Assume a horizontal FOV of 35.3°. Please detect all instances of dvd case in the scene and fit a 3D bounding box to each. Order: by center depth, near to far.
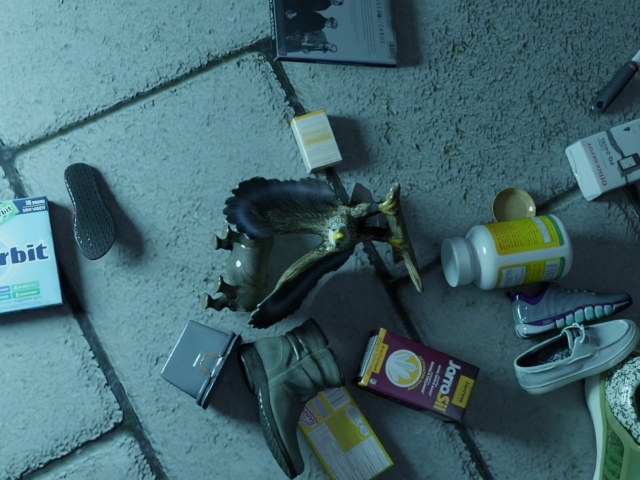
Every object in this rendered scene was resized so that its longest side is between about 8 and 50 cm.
[{"bbox_3d":[0.024,-0.404,1.811,0.239,0.029,0.179,0,81,-24],"label":"dvd case"}]

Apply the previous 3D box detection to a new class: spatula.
[{"bbox_3d":[0.611,-0.353,1.931,0.084,0.030,0.296,42,77,0],"label":"spatula"}]

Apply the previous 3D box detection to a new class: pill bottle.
[{"bbox_3d":[0.325,0.024,1.773,0.209,0.117,0.117,-9,82,-11],"label":"pill bottle"}]

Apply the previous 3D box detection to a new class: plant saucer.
[{"bbox_3d":[0.352,-0.056,1.843,0.084,0.015,0.083,2,81,-10],"label":"plant saucer"}]

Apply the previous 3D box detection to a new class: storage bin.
[{"bbox_3d":[-0.202,0.199,1.668,0.091,0.098,0.135,25,77,5],"label":"storage bin"}]

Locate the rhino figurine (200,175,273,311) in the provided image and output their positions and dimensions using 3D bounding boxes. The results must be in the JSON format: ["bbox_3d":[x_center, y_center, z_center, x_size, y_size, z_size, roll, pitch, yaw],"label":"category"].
[{"bbox_3d":[-0.128,0.007,1.715,0.106,0.073,0.243,16,76,-31],"label":"rhino figurine"}]

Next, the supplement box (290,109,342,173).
[{"bbox_3d":[-0.008,-0.176,1.788,0.062,0.036,0.098,-17,84,-13],"label":"supplement box"}]

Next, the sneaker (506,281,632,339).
[{"bbox_3d":[0.447,0.105,1.802,0.224,0.083,0.098,-14,78,-11],"label":"sneaker"}]

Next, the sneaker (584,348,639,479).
[{"bbox_3d":[0.561,0.377,1.722,0.158,0.182,0.410,-9,83,-12],"label":"sneaker"}]

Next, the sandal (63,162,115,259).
[{"bbox_3d":[-0.391,-0.047,1.703,0.067,0.040,0.179,-12,68,-17],"label":"sandal"}]

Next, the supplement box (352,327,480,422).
[{"bbox_3d":[0.163,0.233,1.728,0.188,0.081,0.104,22,77,-6],"label":"supplement box"}]

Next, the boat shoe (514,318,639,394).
[{"bbox_3d":[0.444,0.190,1.749,0.228,0.079,0.081,-27,126,7],"label":"boat shoe"}]

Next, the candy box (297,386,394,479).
[{"bbox_3d":[0.027,0.324,1.716,0.105,0.027,0.205,-31,87,-11],"label":"candy box"}]

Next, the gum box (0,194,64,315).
[{"bbox_3d":[-0.517,0.028,1.662,0.157,0.041,0.184,-9,81,-11],"label":"gum box"}]

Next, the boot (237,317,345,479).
[{"bbox_3d":[-0.028,0.255,1.664,0.161,0.083,0.246,-16,73,-14],"label":"boot"}]

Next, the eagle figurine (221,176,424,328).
[{"bbox_3d":[-0.001,-0.003,1.672,0.298,0.225,0.226,-15,60,0],"label":"eagle figurine"}]

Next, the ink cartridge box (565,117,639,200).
[{"bbox_3d":[0.549,-0.152,1.869,0.151,0.063,0.109,-20,85,-13],"label":"ink cartridge box"}]
